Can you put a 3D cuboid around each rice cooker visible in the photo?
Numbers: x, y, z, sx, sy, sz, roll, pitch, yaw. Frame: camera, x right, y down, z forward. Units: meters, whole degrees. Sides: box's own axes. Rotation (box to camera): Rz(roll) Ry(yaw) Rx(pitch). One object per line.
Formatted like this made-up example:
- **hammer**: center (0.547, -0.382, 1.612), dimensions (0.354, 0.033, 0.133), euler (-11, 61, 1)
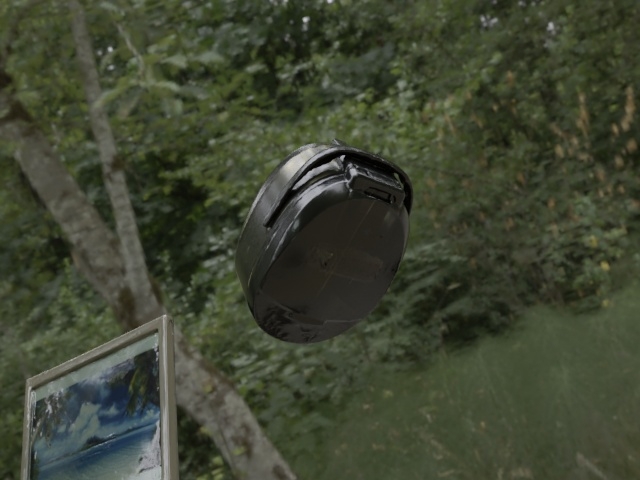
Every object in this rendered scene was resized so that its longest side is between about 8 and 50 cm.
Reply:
- **rice cooker**: center (0.000, 0.000, 0.681), dimensions (0.112, 0.165, 0.106), euler (19, 17, -28)

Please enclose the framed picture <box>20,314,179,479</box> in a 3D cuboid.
- **framed picture**: center (-0.301, 0.253, 1.161), dimensions (0.315, 0.231, 0.024), euler (-27, -34, 33)
